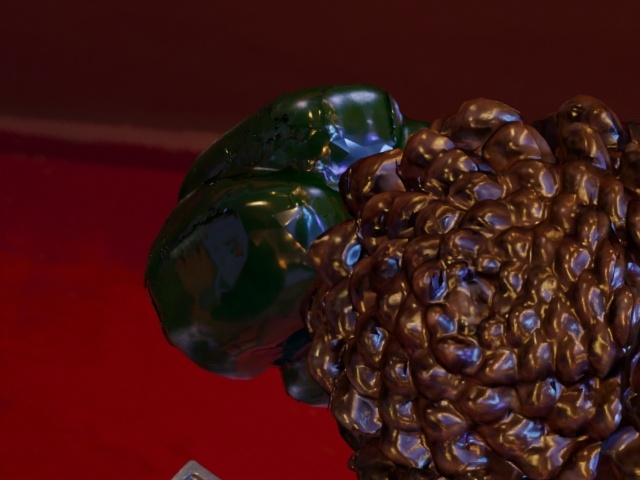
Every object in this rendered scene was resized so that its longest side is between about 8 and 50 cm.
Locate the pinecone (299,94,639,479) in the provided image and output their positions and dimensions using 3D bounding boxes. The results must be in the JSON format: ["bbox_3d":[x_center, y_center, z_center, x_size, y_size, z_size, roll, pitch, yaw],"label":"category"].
[{"bbox_3d":[0.112,0.045,0.840,0.221,0.221,0.221,-18,56,29],"label":"pinecone"}]

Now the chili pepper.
[{"bbox_3d":[0.000,0.000,1.457,0.256,0.248,0.233,-39,46,56],"label":"chili pepper"}]

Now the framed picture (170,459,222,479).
[{"bbox_3d":[-0.048,0.236,1.101,0.203,0.015,0.150,32,56,19],"label":"framed picture"}]
